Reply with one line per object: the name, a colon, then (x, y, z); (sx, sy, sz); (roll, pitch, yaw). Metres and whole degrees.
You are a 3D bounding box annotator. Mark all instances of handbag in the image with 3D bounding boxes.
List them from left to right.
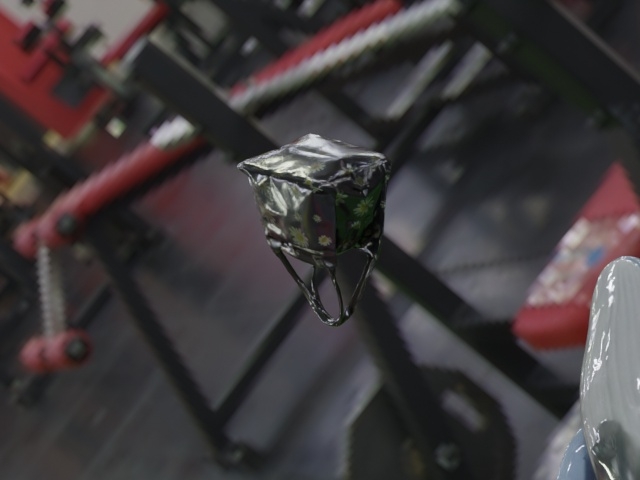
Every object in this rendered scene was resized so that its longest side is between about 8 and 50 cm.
handbag: (0.000, 0.000, 1.454); (0.072, 0.139, 0.115); (-18, 21, -33)

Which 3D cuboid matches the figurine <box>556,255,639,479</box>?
figurine: (0.188, 0.093, 0.847); (0.184, 0.208, 0.128); (-31, -9, -47)
